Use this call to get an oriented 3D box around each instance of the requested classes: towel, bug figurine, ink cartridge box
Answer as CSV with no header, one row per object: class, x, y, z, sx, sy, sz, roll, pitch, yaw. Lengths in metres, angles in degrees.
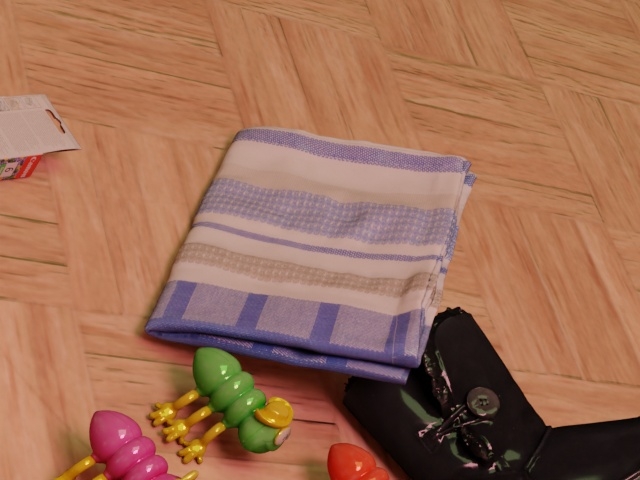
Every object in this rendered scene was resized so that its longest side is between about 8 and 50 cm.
towel,0.000,0.000,1.340,0.209,0.034,0.285,9,35,8
bug figurine,-0.050,0.175,1.150,0.216,0.072,0.279,46,38,12
ink cartridge box,-0.243,-0.076,1.300,0.115,0.029,0.063,-10,57,-46

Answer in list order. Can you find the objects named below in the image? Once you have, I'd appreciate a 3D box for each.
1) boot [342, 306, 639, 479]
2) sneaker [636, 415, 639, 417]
boot,0.163,0.131,1.311,0.246,0.094,0.207,-25,68,-23
sneaker,0.332,0.252,1.351,0.283,0.110,0.122,47,41,13
